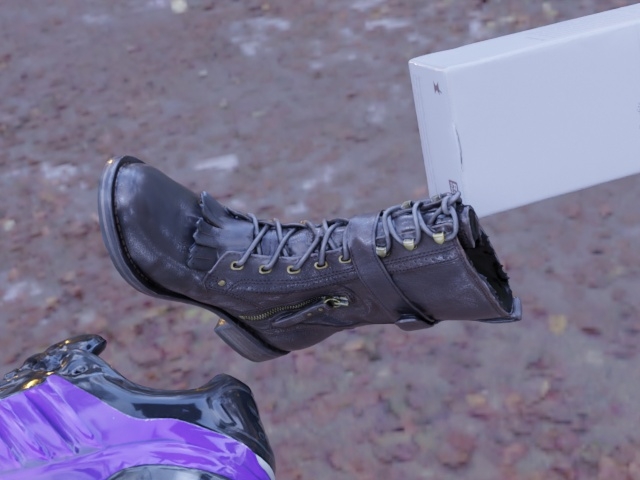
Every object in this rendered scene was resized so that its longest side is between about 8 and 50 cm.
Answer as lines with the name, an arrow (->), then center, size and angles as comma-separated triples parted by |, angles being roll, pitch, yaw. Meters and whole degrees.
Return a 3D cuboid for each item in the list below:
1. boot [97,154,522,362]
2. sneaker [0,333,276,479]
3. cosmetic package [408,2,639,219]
boot -> 0.000, 0.000, 0.856 | 0.229, 0.263, 0.091 | -13, 55, 30
sneaker -> -0.162, 0.120, 0.637 | 0.293, 0.102, 0.146 | -2, 50, 8
cosmetic package -> 0.190, -0.103, 0.916 | 0.231, 0.117, 0.085 | -14, 16, -13
